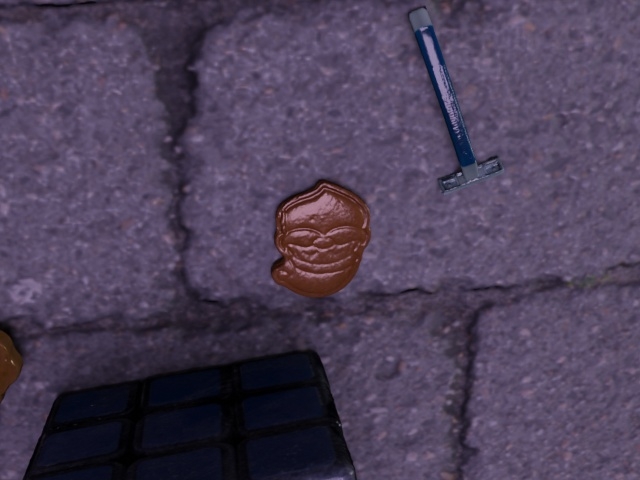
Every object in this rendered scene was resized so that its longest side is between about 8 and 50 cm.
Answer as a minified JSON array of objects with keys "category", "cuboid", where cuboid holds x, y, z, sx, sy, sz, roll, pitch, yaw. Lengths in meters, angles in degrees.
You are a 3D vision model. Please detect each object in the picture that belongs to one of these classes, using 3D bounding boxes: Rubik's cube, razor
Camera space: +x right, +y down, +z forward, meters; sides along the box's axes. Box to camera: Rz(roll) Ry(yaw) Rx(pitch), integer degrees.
[{"category":"Rubik's cube","cuboid":[-0.111,0.314,0.957,0.305,0.301,0.303,-11,105,-3]},{"category":"razor","cuboid":[0.124,-0.134,0.948,0.068,0.037,0.191,-21,117,3]}]

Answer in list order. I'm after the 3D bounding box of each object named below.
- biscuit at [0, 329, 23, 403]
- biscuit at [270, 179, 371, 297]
[{"category":"biscuit","cuboid":[-0.406,0.172,1.019,0.144,0.040,0.236,26,116,-10]},{"category":"biscuit","cuboid":[0.000,0.000,1.005,0.102,0.019,0.130,8,113,-13]}]
